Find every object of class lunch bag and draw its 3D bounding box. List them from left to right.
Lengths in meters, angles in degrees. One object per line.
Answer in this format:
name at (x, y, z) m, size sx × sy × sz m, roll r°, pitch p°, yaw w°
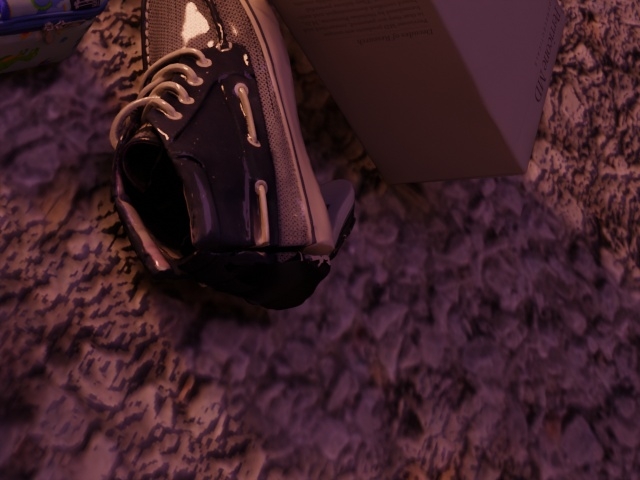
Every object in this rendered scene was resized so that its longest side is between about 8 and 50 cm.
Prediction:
lunch bag at (-0.285, -0.236, 1.340) m, size 0.176 × 0.090 × 0.219 m, roll -18°, pitch 70°, yaw -49°

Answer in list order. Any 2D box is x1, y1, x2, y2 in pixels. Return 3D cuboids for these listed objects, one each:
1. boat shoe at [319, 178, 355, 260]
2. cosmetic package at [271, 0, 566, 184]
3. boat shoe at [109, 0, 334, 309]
boat shoe at (0.000, 0.000, 1.454) m, size 0.142 × 0.049 × 0.040 m, roll -58°, pitch 141°, yaw -48°
cosmetic package at (0.073, -0.249, 1.504) m, size 0.385 × 0.156 × 0.217 m, roll 52°, pitch 44°, yaw -42°
boat shoe at (-0.106, -0.109, 1.369) m, size 0.158 × 0.127 × 0.340 m, roll 10°, pitch 51°, yaw -51°
